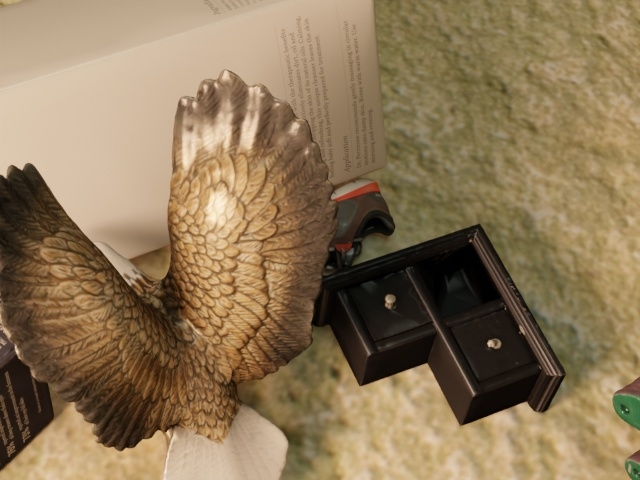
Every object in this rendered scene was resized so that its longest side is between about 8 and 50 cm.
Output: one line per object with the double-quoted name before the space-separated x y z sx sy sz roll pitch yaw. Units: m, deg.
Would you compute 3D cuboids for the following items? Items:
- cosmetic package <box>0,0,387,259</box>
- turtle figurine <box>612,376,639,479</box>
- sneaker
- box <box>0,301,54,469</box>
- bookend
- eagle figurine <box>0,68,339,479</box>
"cosmetic package" -0.139 -0.115 1.138 0.366 0.196 0.155 -19 38 -18
"turtle figurine" 0.345 0.108 1.119 0.234 0.118 0.175 -34 108 -23
"sneaker" 0.000 0.000 1.181 0.158 0.061 0.065 -28 71 -21
"box" -0.312 0.139 1.001 0.108 0.153 0.207 36 60 17
"bookend" 0.094 0.087 1.126 0.157 0.072 0.156 -17 61 -16
"eagle figurine" -0.115 0.050 0.993 0.225 0.298 0.226 13 57 1
